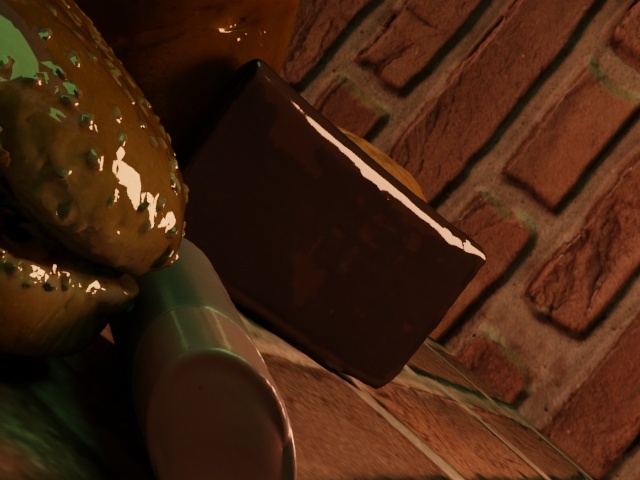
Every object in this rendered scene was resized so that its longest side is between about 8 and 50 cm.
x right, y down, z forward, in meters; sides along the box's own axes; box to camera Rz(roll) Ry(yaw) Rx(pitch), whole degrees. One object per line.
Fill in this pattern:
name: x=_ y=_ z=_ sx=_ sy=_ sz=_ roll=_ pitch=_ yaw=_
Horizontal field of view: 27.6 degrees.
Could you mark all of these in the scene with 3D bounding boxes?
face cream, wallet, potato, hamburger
face cream: x=-0.056 y=0.051 z=0.546 sx=0.198 sy=0.057 sz=0.084 roll=-131 pitch=-155 yaw=-72
wallet: x=0.000 y=0.000 z=1.058 sx=0.309 sy=0.165 sz=0.042 roll=36 pitch=1 yaw=-38
potato: x=-0.119 y=-0.183 z=1.001 sx=0.176 sy=0.369 sz=0.195 roll=34 pitch=42 yaw=30
hamburger: x=-0.135 y=-0.047 z=0.493 sx=0.189 sy=0.122 sz=0.215 roll=40 pitch=4 yaw=-30

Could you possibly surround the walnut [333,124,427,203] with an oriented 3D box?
walnut: x=-0.001 y=-0.019 z=1.254 sx=0.226 sy=0.193 sz=0.193 roll=33 pitch=6 yaw=-36
